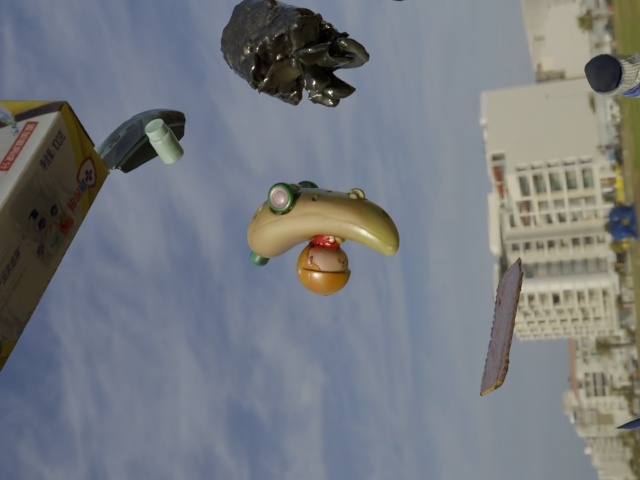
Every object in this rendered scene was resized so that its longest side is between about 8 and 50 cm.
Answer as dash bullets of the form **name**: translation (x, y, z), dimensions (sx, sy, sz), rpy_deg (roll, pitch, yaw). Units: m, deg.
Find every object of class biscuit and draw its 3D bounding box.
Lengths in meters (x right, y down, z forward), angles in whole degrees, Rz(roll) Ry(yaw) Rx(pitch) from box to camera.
- **biscuit**: translation (0.319, 0.152, 1.464), dimensions (0.237, 0.013, 0.232), rpy_deg (87, -164, -75)

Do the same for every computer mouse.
- **computer mouse**: translation (-0.407, -0.234, 1.859), dimensions (0.126, 0.231, 0.071), rpy_deg (46, 162, 44)

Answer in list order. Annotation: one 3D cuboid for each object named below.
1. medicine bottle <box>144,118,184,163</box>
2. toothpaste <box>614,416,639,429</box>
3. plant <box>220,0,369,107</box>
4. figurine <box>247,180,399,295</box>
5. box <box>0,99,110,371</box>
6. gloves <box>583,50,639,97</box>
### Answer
- **medicine bottle**: translation (-0.301, -0.191, 1.608), dimensions (0.083, 0.047, 0.047), rpy_deg (63, -151, -42)
- **toothpaste**: translation (0.428, 0.230, 1.069), dimensions (0.140, 0.037, 0.021), rpy_deg (116, 153, -66)
- **plant**: translation (-0.060, -0.369, 1.672), dimensions (0.199, 0.276, 0.189), rpy_deg (15, -76, -57)
- **figurine**: translation (0.000, 0.000, 1.629), dimensions (0.124, 0.324, 0.222), rpy_deg (-7, -76, -62)
- **box**: translation (-0.318, 0.001, 0.724), dimensions (0.097, 0.168, 0.265), rpy_deg (66, -143, -49)
- **gloves**: translation (0.531, -0.290, 1.402), dimensions (0.229, 0.119, 0.097), rpy_deg (-26, -60, -33)
